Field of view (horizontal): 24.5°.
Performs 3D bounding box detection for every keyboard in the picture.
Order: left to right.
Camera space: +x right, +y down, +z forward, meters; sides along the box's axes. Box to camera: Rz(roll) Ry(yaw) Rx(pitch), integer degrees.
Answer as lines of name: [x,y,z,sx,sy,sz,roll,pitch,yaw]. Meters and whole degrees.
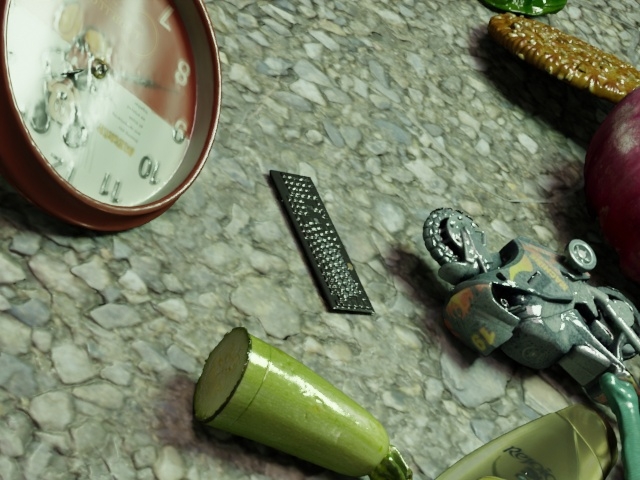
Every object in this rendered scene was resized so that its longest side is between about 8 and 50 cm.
keyboard: [0.000,0.000,1.597,0.063,0.010,0.198,6,45,-38]

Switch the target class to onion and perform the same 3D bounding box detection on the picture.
onion: [0.513,-0.058,1.854,0.358,0.345,0.358,7,66,-15]

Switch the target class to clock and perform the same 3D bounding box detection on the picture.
clock: [-0.220,-0.167,1.434,0.318,0.080,0.318,8,79,-51]

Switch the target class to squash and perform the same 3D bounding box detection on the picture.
squash: [-0.004,0.172,1.345,0.224,0.094,0.094,32,35,-17]

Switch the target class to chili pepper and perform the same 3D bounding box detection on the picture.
chili pepper: [0.332,-0.379,2.252,0.204,0.072,0.073,-3,49,-42]

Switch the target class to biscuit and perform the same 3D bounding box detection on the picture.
biscuit: [0.376,-0.252,2.096,0.305,0.038,0.305,22,18,-8]

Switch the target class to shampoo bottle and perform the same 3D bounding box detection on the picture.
shampoo bottle: [0.186,0.251,1.409,0.125,0.084,0.350,45,35,18]

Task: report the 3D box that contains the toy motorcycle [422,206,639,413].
toy motorcycle: [0.239,0.079,1.639,0.307,0.108,0.173,27,45,-16]

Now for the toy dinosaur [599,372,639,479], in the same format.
toy dinosaur: [0.380,0.345,1.444,0.383,0.129,0.331,54,23,-15]
